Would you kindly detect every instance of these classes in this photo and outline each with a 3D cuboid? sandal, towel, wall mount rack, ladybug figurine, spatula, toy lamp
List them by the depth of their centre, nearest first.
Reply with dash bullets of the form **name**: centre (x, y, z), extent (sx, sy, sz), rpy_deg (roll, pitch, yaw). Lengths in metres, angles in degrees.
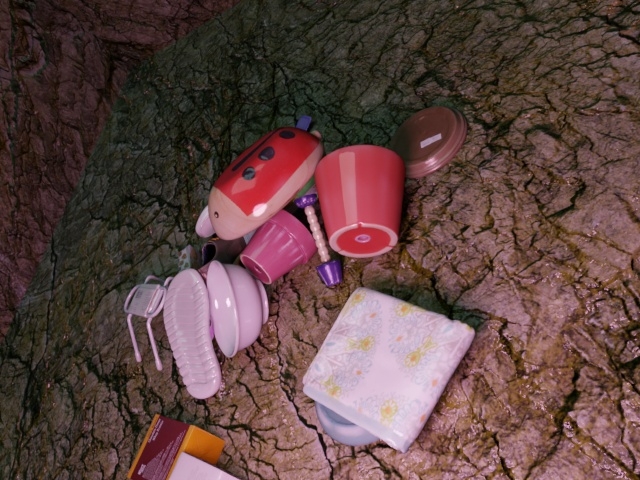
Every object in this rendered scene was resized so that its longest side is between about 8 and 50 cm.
- **towel**: centre (0.145, 0.290, 1.536), extent (0.374, 0.090, 0.321), rpy_deg (18, 72, 49)
- **toy lamp**: centre (0.000, 0.000, 1.895), extent (0.080, 0.080, 0.275), rpy_deg (-20, 85, 31)
- **ladybug figurine**: centre (-0.178, -0.196, 1.969), extent (0.449, 0.162, 0.305), rpy_deg (-45, 27, -10)
- **sandal**: centre (-0.400, 0.298, 2.045), extent (0.169, 0.102, 0.417), rpy_deg (-17, 72, 18)
- **wall mount rack**: centre (-0.587, 0.274, 2.231), extent (0.350, 0.130, 0.304), rpy_deg (-2, 63, 56)
- **spatula**: centre (-0.134, -0.356, 2.468), extent (0.296, 0.030, 0.084), rpy_deg (-53, 37, -6)

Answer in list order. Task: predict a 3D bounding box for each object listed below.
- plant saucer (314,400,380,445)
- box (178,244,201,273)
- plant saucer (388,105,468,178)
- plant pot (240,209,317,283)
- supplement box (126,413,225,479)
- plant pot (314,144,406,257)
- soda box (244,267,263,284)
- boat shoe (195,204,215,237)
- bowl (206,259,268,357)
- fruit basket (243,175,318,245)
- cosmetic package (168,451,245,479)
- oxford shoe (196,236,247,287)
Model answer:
- **plant saucer**: centre (0.104, 0.357, 1.624), extent (0.317, 0.043, 0.318), rpy_deg (-26, 43, 27)
- **box**: centre (-0.472, 0.152, 2.331), extent (0.063, 0.067, 0.324), rpy_deg (-34, 39, 17)
- **plant saucer**: centre (0.323, -0.315, 1.991), extent (0.277, 0.041, 0.278), rpy_deg (-24, 44, 26)
- **plant pot**: centre (-0.142, 0.028, 1.981), extent (0.180, 0.201, 0.201), rpy_deg (-46, 35, -22)
- **supplement box**: centre (-0.409, 0.620, 1.818), extent (0.194, 0.129, 0.191), rpy_deg (-1, 58, 43)
- **plant pot**: centre (0.118, -0.101, 1.844), extent (0.274, 0.275, 0.243), rpy_deg (-21, 54, 31)
- **soda box**: centre (-0.207, 0.104, 2.118), extent (0.183, 0.063, 0.058), rpy_deg (-50, 35, -1)
- **boat shoe**: centre (-0.358, -0.112, 2.420), extent (0.277, 0.098, 0.096), rpy_deg (-47, 37, -1)
- **bowl**: centre (-0.246, 0.200, 1.972), extent (0.298, 0.134, 0.298), rpy_deg (30, 123, 59)
- **fruit basket**: centre (-0.147, -0.159, 2.221), extent (0.353, 0.165, 0.327), rpy_deg (-45, 38, 12)
- **cosmetic package**: centre (-0.290, 0.661, 1.651), extent (0.183, 0.151, 0.152), rpy_deg (4, 61, 44)
- **oxford shoe**: centre (-0.320, 0.019, 2.206), extent (0.130, 0.132, 0.364), rpy_deg (-36, 24, 36)
